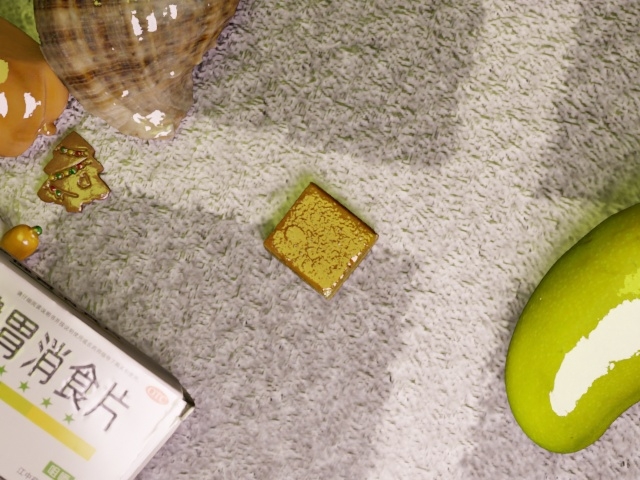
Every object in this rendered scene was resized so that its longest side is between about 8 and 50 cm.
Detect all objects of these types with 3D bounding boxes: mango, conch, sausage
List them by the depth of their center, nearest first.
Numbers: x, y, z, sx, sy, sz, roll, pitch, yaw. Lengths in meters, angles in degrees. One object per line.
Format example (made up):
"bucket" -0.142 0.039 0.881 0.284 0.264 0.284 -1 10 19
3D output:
"mango" 0.298 0.082 1.338 0.175 0.143 0.293 42 98 5
"conch" -0.174 -0.256 1.413 0.159 0.210 0.291 -6 89 49
"sausage" -0.384 -0.185 1.460 0.241 0.120 0.136 29 118 12

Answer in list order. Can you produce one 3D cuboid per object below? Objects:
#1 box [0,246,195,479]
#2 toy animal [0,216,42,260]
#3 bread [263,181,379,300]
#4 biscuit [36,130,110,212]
"box" -0.307 0.126 1.344 0.333 0.145 0.173 38 88 -10
"toy animal" -0.380 -0.013 1.429 0.131 0.127 0.181 6 79 47
"bread" 0.000 0.000 1.431 0.094 0.035 0.090 39 87 11
"biscuit" -0.271 -0.076 1.484 0.082 0.016 0.092 1 83 7
